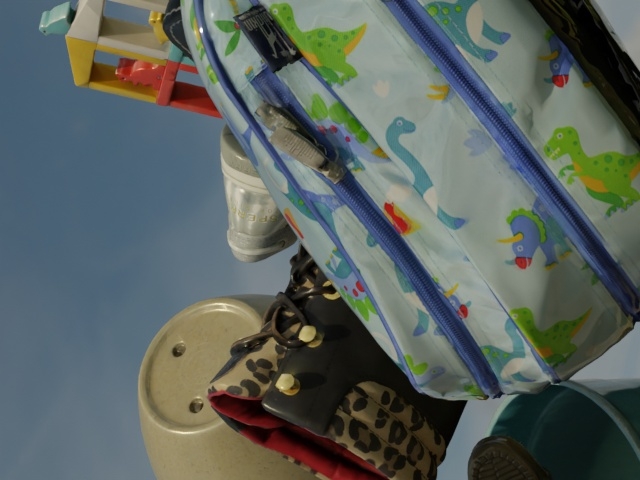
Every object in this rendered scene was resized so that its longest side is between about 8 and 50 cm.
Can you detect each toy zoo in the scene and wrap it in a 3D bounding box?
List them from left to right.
[{"bbox_3d":[-0.146,-0.197,2.033,0.192,0.293,0.030,114,167,-62],"label":"toy zoo"}]

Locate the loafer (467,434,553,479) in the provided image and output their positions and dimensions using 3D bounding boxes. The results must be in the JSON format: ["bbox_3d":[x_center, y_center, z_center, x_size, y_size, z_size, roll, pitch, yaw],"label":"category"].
[{"bbox_3d":[0.155,0.196,1.539,0.050,0.056,0.148,-97,-20,-47],"label":"loafer"}]

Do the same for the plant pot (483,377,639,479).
[{"bbox_3d":[0.306,0.237,1.632,0.255,0.272,0.271,-5,-66,-29],"label":"plant pot"}]

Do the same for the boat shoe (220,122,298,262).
[{"bbox_3d":[0.008,-0.082,1.650,0.320,0.118,0.103,-44,-33,-58],"label":"boat shoe"}]

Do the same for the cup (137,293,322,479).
[{"bbox_3d":[-0.075,0.190,2.228,0.237,0.331,0.331,46,-121,-48],"label":"cup"}]

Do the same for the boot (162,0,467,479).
[{"bbox_3d":[0.000,0.000,1.431,0.138,0.377,0.284,-13,44,61],"label":"boot"}]

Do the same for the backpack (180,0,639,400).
[{"bbox_3d":[0.062,-0.083,1.107,0.273,0.355,0.290,-52,-7,-2],"label":"backpack"}]
